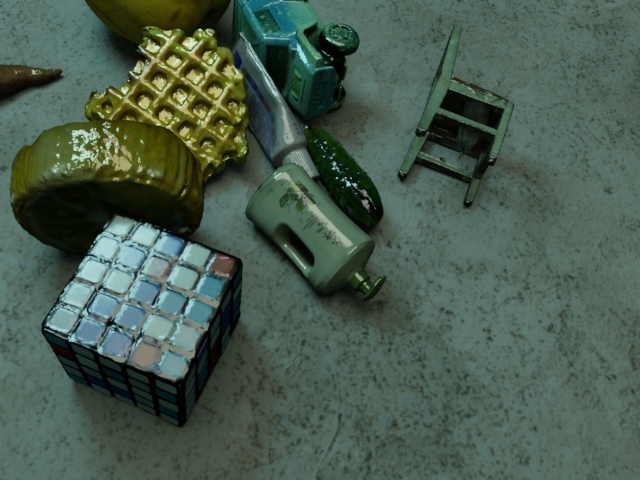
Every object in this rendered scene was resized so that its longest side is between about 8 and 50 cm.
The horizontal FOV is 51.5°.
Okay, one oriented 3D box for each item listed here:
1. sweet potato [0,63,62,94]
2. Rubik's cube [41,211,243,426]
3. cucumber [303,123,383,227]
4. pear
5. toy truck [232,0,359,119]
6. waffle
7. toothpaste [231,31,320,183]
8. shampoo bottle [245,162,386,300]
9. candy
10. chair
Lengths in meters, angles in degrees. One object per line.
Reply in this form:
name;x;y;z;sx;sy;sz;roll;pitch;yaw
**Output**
sweet potato;-0.547;-0.268;1.105;0.226;0.068;0.068;-21;64;-19
Rubik's cube;-0.218;0.105;0.857;0.184;0.187;0.182;22;59;3
cucumber;0.032;-0.112;1.088;0.069;0.069;0.227;-24;60;-20
pear;-0.283;-0.469;1.140;0.280;0.281;0.281;3;59;-5
toy truck;-0.051;-0.349;1.160;0.156;0.155;0.279;-17;62;-20
waffle;-0.245;-0.213;1.065;0.290;0.051;0.291;1;86;-7
toothpaste;-0.086;-0.204;1.106;0.099;0.068;0.283;-37;73;21
shampoo bottle;0.000;0.000;0.993;0.234;0.087;0.118;46;104;18
candy;-0.287;-0.064;0.909;0.259;0.260;0.118;-1;63;-8
chair;0.246;-0.215;1.132;0.147;0.136;0.271;22;58;4
